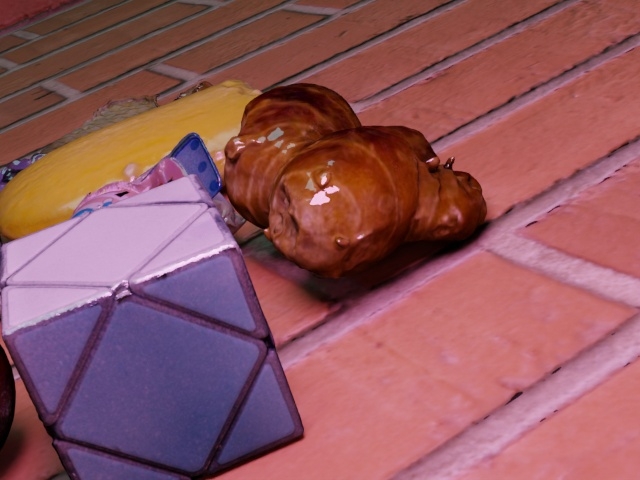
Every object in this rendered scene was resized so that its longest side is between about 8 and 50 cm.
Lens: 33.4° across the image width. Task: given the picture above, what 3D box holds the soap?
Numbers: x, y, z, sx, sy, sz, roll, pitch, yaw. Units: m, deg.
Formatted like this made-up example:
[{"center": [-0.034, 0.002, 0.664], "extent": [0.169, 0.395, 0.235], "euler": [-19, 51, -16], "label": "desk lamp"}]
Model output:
[{"center": [-0.267, -0.106, 1.545], "extent": [0.427, 0.115, 0.306], "euler": [-22, 30, -8], "label": "soap"}]

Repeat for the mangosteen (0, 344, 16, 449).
[{"center": [-0.410, 0.154, 1.023], "extent": [0.235, 0.236, 0.261], "euler": [-25, -9, -14], "label": "mangosteen"}]

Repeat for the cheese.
[{"center": [-0.222, -0.006, 1.239], "extent": [0.286, 0.074, 0.189], "euler": [-41, 59, 21], "label": "cheese"}]

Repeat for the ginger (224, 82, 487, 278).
[{"center": [0.029, -0.084, 1.201], "extent": [0.274, 0.152, 0.357], "euler": [-12, 29, -23], "label": "ginger"}]

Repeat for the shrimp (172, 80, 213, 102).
[{"center": [-0.224, -0.245, 1.896], "extent": [0.091, 0.043, 0.184], "euler": [-28, 19, -4], "label": "shrimp"}]

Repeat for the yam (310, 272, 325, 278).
[{"center": [0.000, 0.000, 1.239], "extent": [0.032, 0.032, 0.145], "euler": [-16, 24, 6], "label": "yam"}]

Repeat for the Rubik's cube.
[{"center": [-0.156, 0.087, 0.962], "extent": [0.205, 0.205, 0.207], "euler": [-21, 24, -7], "label": "Rubik's cube"}]

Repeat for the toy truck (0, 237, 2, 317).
[{"center": [-0.537, -0.010, 1.419], "extent": [0.173, 0.207, 0.387], "euler": [-23, 26, -11], "label": "toy truck"}]

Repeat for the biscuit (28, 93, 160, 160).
[{"center": [-0.375, -0.193, 1.890], "extent": [0.187, 0.036, 0.273], "euler": [-1, 30, 33], "label": "biscuit"}]

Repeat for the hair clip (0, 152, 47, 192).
[{"center": [-0.464, -0.110, 1.743], "extent": [0.195, 0.052, 0.124], "euler": [-8, 37, 15], "label": "hair clip"}]

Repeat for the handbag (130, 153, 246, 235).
[{"center": [-0.179, -0.037, 1.334], "extent": [0.117, 0.095, 0.173], "euler": [-39, 42, -8], "label": "handbag"}]
